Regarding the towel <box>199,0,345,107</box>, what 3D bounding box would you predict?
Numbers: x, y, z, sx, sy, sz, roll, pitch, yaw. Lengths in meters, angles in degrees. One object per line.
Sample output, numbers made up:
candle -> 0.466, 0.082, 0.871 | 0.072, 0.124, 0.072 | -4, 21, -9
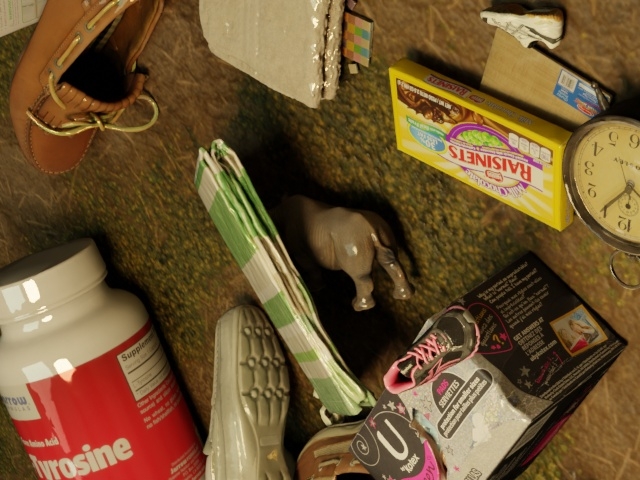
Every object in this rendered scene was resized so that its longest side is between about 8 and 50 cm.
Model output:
towel -> -0.046, -0.285, 1.355 | 0.187, 0.049, 0.282 | 33, 135, 32

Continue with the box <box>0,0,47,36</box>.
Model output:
box -> -0.388, -0.372, 1.533 | 0.127, 0.231, 0.262 | 32, 136, 31

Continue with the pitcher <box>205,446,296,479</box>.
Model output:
pitcher -> -0.062, 0.362, 1.777 | 0.207, 0.125, 0.178 | 63, -173, 13

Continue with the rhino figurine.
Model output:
rhino figurine -> 0.000, 0.000, 1.485 | 0.243, 0.073, 0.106 | 17, 132, 51

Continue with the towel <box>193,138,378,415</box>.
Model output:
towel -> -0.046, 0.048, 1.491 | 0.325, 0.038, 0.248 | 59, 170, 1

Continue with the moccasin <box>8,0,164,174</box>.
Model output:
moccasin -> -0.273, -0.200, 1.617 | 0.147, 0.139, 0.380 | 55, 135, 19

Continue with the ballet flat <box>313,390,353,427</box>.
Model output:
ballet flat -> 0.013, 0.191, 1.631 | 0.041, 0.041, 0.114 | 7, 120, 46

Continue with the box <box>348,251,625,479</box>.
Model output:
box -> 0.157, 0.158, 1.339 | 0.142, 0.163, 0.247 | 46, 141, 19

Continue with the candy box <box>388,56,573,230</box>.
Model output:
candy box -> 0.151, -0.093, 1.270 | 0.206, 0.027, 0.105 | 30, 147, 35

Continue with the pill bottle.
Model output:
pill bottle -> -0.315, 0.214, 1.862 | 0.229, 0.229, 0.407 | -5, 111, 50

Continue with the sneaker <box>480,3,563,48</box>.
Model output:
sneaker -> 0.176, -0.187, 1.186 | 0.083, 0.032, 0.037 | 18, 127, 42

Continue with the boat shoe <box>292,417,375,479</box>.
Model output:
boat shoe -> 0.042, 0.285, 1.575 | 0.123, 0.116, 0.324 | 35, 143, -6

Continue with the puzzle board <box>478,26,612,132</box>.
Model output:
puzzle board -> 0.201, -0.125, 1.220 | 0.128, 0.011, 0.096 | 37, 137, 25

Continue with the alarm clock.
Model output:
alarm clock -> 0.274, -0.039, 1.153 | 0.129, 0.064, 0.192 | 27, 131, 34

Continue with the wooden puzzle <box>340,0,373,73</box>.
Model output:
wooden puzzle -> 0.032, -0.207, 1.357 | 0.049, 0.006, 0.083 | 30, 134, 32

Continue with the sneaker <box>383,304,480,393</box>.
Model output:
sneaker -> 0.096, 0.103, 1.198 | 0.047, 0.057, 0.119 | 54, 137, 16

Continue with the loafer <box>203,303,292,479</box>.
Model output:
loafer -> -0.100, 0.240, 1.656 | 0.111, 0.112, 0.319 | -13, 75, 37
